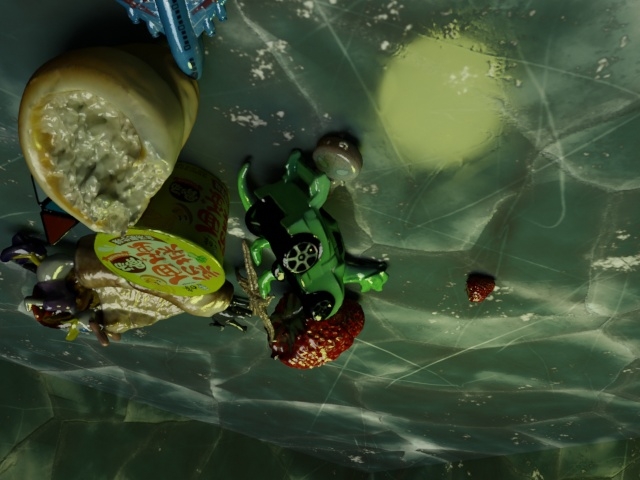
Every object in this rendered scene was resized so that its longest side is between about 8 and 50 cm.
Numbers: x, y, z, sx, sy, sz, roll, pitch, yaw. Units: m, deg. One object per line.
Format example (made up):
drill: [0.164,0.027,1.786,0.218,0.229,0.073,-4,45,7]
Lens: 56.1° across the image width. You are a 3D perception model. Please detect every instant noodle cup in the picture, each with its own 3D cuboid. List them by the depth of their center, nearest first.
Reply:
instant noodle cup: [-0.353,-0.035,1.424,0.311,0.221,0.311,6,148,4]

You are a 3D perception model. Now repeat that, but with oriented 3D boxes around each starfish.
starfish: [-0.194,0.139,1.701,0.048,0.295,0.231,-22,-170,-23]

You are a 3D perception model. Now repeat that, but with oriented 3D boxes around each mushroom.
mushroom: [-0.457,0.094,1.718,0.397,0.224,0.314,-6,128,2]

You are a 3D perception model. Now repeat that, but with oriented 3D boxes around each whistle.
whistle: [0.029,-0.153,1.288,0.107,0.057,0.220,26,152,2]

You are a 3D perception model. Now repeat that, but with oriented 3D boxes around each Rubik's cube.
Rubik's cube: [-0.528,-0.121,1.406,0.234,0.250,0.284,-17,138,6]

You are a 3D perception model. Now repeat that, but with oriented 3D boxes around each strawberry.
strawberry: [0.431,0.130,1.616,0.083,0.073,0.073,-10,145,6]
strawberry: [-0.017,0.255,1.766,0.261,0.261,0.257,-22,139,40]

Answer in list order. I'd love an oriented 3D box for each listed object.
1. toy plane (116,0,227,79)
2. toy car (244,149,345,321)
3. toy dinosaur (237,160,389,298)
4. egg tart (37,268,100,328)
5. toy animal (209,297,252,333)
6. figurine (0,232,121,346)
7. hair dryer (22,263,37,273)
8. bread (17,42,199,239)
toy plane: [-0.232,-0.379,0.954,0.254,0.105,0.271,4,149,12]
toy car: [-0.035,0.005,1.332,0.176,0.213,0.359,-32,127,-11]
toy dinosaur: [0.000,0.000,1.501,0.374,0.144,0.500,-4,139,-4]
egg tart: [-0.807,0.194,1.952,0.215,0.215,0.171,3,162,12]
toy animal: [-0.302,0.256,2.009,0.137,0.082,0.269,16,152,-5]
figurine: [-0.770,0.156,1.795,0.193,0.421,0.154,-32,180,0]
hair dryer: [-0.937,0.103,1.998,0.079,0.031,0.083,13,158,16]
bread: [-0.384,-0.188,1.146,0.424,0.245,0.329,-33,89,45]
